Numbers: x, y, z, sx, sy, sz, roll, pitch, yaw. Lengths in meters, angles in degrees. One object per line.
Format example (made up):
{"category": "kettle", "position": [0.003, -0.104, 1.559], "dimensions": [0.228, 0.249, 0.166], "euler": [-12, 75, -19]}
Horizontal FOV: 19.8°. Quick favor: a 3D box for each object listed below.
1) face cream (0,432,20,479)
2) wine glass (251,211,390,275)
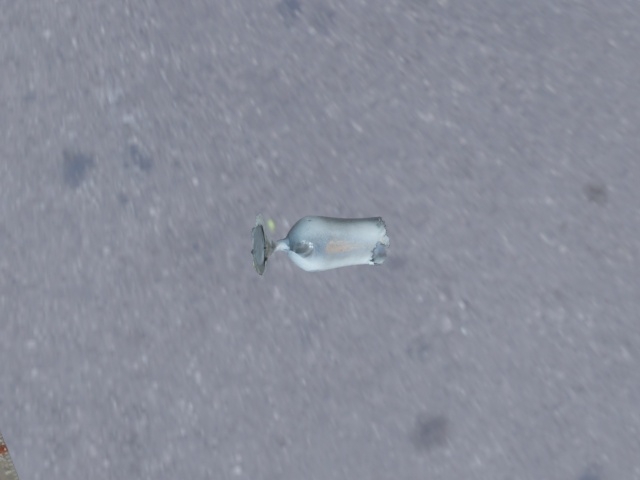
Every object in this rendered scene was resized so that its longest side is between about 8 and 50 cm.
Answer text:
{"category": "face cream", "position": [-0.394, 0.215, 1.543], "dimensions": [0.084, 0.341, 0.137], "euler": [-32, 79, 39]}
{"category": "wine glass", "position": [0.000, 0.000, 1.137], "dimensions": [0.083, 0.039, 0.042], "euler": [-3, 116, -14]}
